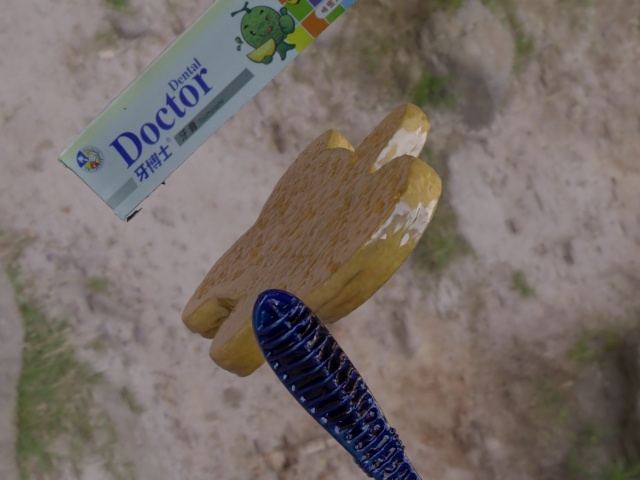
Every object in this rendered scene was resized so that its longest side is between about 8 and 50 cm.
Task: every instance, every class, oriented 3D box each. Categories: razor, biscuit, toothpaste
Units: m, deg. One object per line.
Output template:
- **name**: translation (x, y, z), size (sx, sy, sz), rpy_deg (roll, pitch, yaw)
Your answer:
- **razor**: translation (0.027, 0.078, 0.432), size (0.044, 0.028, 0.154), rpy_deg (-40, 90, -16)
- **biscuit**: translation (0.001, 0.001, 0.661), size (0.035, 0.240, 0.158), rpy_deg (38, 83, -14)
- **toothpaste**: translation (-0.044, -0.079, 0.602), size (0.046, 0.164, 0.034), rpy_deg (45, 16, -11)
